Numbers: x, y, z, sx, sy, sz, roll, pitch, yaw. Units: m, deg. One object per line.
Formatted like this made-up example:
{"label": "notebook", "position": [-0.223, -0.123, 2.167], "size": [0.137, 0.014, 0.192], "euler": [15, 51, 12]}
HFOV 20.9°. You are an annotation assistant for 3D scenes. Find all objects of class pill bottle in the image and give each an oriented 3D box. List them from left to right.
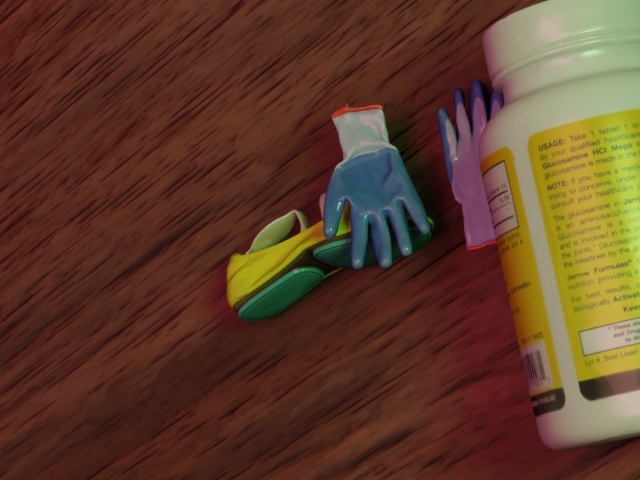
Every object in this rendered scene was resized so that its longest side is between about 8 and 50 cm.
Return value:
{"label": "pill bottle", "position": [0.229, -0.016, 1.352], "size": [0.188, 0.188, 0.334], "euler": [-17, 79, 34]}

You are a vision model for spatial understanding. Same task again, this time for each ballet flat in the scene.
{"label": "ballet flat", "position": [0.000, 0.000, 1.586], "size": [0.231, 0.077, 0.077], "euler": [-27, 60, 33]}

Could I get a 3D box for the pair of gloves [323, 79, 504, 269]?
{"label": "pair of gloves", "position": [0.095, -0.058, 1.499], "size": [0.198, 0.023, 0.159], "euler": [-11, 69, 12]}
